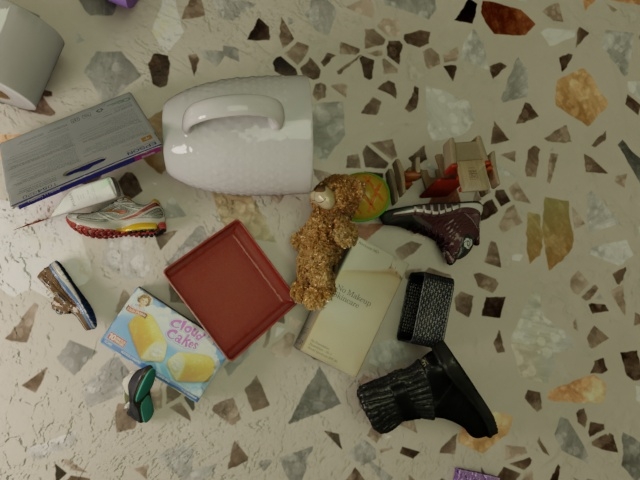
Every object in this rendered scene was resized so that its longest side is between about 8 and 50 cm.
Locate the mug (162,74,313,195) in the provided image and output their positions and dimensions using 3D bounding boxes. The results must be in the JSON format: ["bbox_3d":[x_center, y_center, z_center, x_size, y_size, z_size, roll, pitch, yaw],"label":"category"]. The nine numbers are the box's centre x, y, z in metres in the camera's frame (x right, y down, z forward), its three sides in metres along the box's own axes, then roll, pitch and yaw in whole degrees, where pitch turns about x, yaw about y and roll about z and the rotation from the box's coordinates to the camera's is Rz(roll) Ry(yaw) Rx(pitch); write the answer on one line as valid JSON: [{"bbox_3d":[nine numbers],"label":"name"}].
[{"bbox_3d":[-0.186,-0.245,1.513,0.327,0.374,0.277,-2,83,-5],"label":"mug"}]

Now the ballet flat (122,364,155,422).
[{"bbox_3d":[-0.417,0.342,1.528,0.074,0.203,0.074,7,44,-7],"label":"ballet flat"}]

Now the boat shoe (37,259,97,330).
[{"bbox_3d":[-0.585,0.138,1.560,0.066,0.066,0.183,-34,83,-8],"label":"boat shoe"}]

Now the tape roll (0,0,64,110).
[{"bbox_3d":[-0.712,-0.414,1.477,0.246,0.246,0.169,21,81,-10],"label":"tape roll"}]

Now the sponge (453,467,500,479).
[{"bbox_3d":[0.382,0.702,1.738,0.117,0.031,0.210,16,82,-10],"label":"sponge"}]

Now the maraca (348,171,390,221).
[{"bbox_3d":[0.083,-0.108,1.702,0.185,0.099,0.127,-7,77,2],"label":"maraca"}]

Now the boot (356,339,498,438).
[{"bbox_3d":[0.265,0.419,1.676,0.260,0.131,0.348,-34,117,5],"label":"boot"}]

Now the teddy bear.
[{"bbox_3d":[0.000,0.000,1.597,0.113,0.245,0.338,16,106,-20],"label":"teddy bear"}]

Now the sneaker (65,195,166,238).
[{"bbox_3d":[-0.480,-0.055,1.590,0.225,0.088,0.093,-2,76,-18],"label":"sneaker"}]

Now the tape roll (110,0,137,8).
[{"bbox_3d":[-0.439,-0.680,1.539,0.090,0.275,0.275,19,82,-9],"label":"tape roll"}]

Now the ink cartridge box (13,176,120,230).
[{"bbox_3d":[-0.566,-0.087,1.514,0.224,0.181,0.056,-18,99,-12],"label":"ink cartridge box"}]

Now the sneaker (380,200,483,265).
[{"bbox_3d":[0.295,-0.014,1.737,0.281,0.106,0.163,-5,90,-13],"label":"sneaker"}]

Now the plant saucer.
[{"bbox_3d":[-0.213,0.117,1.600,0.259,0.047,0.258,53,49,-3],"label":"plant saucer"}]

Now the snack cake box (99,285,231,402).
[{"bbox_3d":[-0.358,0.242,1.583,0.264,0.089,0.152,34,81,-8],"label":"snack cake box"}]

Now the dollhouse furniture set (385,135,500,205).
[{"bbox_3d":[0.322,-0.148,1.673,0.261,0.259,0.135,-6,77,-11],"label":"dollhouse furniture set"}]

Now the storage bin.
[{"bbox_3d":[0.265,0.175,1.704,0.084,0.122,0.180,13,83,-11],"label":"storage bin"}]

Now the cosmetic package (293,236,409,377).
[{"bbox_3d":[0.075,0.161,1.671,0.160,0.113,0.310,27,82,-9],"label":"cosmetic package"}]

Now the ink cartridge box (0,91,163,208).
[{"bbox_3d":[-0.523,-0.187,1.477,0.324,0.330,0.072,-25,130,-13],"label":"ink cartridge box"}]
